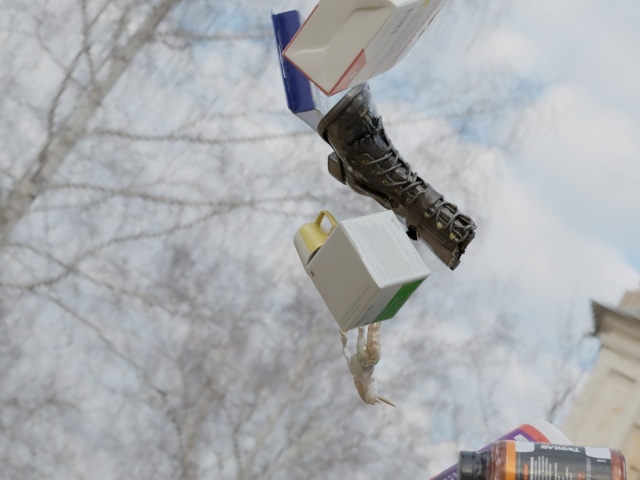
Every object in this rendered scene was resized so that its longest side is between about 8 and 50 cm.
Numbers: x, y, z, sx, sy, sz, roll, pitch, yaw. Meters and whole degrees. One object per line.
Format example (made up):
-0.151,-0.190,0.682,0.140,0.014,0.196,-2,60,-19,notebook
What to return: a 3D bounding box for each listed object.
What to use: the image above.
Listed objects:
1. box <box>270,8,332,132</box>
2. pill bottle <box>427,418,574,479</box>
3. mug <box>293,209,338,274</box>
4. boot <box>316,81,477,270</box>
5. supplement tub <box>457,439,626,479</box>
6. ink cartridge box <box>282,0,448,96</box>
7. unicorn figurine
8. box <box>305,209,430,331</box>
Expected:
-0.021,-0.228,1.827,0.036,0.136,0.225,-11,-4,10,box
0.259,0.427,2.116,0.181,0.323,0.181,56,-16,25,pill bottle
0.000,0.003,1.802,0.062,0.078,0.064,41,10,-45,mug
0.111,-0.078,1.726,0.229,0.091,0.263,41,-12,18,boot
0.263,0.295,1.624,0.197,0.106,0.106,4,-23,5,supplement tub
0.055,-0.219,1.316,0.067,0.198,0.115,43,-62,7,ink cartridge box
0.062,0.163,1.877,0.060,0.111,0.162,-12,-24,1,unicorn figurine
0.056,0.036,1.619,0.102,0.087,0.101,59,-42,22,box
